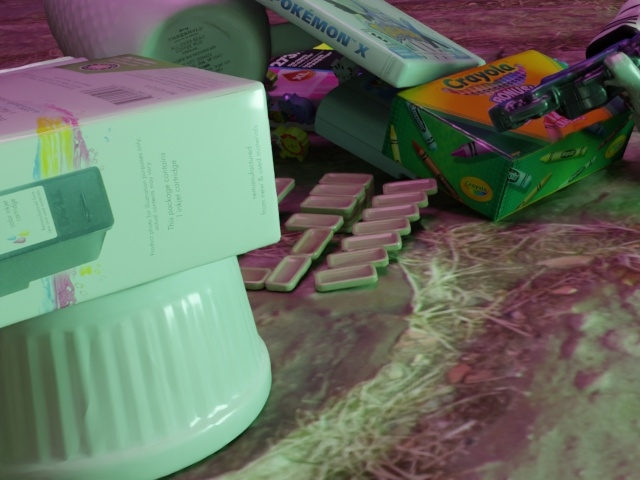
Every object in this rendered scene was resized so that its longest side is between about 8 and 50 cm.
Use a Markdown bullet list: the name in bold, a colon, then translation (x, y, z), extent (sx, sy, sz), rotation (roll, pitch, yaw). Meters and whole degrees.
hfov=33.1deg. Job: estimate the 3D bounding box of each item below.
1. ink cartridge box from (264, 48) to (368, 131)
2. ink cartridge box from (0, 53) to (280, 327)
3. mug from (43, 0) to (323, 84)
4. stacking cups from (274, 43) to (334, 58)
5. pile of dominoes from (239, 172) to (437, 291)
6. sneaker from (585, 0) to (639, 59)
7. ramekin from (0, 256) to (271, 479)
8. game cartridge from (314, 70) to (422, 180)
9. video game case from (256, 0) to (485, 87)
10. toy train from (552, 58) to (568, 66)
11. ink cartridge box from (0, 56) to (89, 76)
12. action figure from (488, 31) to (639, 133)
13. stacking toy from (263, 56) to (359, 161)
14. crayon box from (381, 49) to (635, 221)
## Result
- **ink cartridge box**: translation (-0.011, -0.231, 1.644), extent (0.371, 0.069, 0.176), rotation (7, 35, 37)
- **ink cartridge box**: translation (-0.229, -0.029, 0.704), extent (0.353, 0.119, 0.207), rotation (-17, 23, -33)
- **mug**: translation (-0.164, -0.297, 1.473), extent (0.374, 0.276, 0.328), rotation (-12, 32, -19)
- **stacking cups**: translation (0.053, -0.325, 1.904), extent (0.096, 0.096, 0.316), rotation (10, 22, 37)
- **pile of dominoes**: translation (0.000, 0.000, 1.106), extent (0.196, 0.040, 0.251), rotation (4, 30, 22)
- **sneaker**: translation (0.606, -0.283, 1.589), extent (0.447, 0.169, 0.257), rotation (1, 28, 40)
- **ramekin**: translation (-0.174, 0.065, 0.798), extent (0.272, 0.127, 0.273), rotation (-5, 19, 2)
- **game cartridge**: translation (0.143, -0.167, 1.399), extent (0.198, 0.062, 0.297), rotation (36, 40, 28)
- **video game case**: translation (0.034, -0.280, 1.327), extent (0.300, 0.036, 0.329), rotation (34, 21, 15)
- **toy train**: translation (0.310, -0.209, 1.522), extent (0.105, 0.080, 0.184), rotation (-26, 28, -33)
- **ink cartridge box**: translation (-0.296, -0.089, 1.198), extent (0.223, 0.129, 0.307), rotation (-18, 32, -29)
- **action figure**: translation (0.361, -0.127, 1.090), extent (0.341, 0.179, 0.330), rotation (-24, 22, 3)
- **stacking toy**: translation (-0.065, -0.190, 1.503), extent (0.221, 0.052, 0.167), rotation (10, 49, 37)
- **crayon box**: translation (0.224, -0.129, 1.241), extent (0.165, 0.081, 0.278), rotation (34, 39, 31)
